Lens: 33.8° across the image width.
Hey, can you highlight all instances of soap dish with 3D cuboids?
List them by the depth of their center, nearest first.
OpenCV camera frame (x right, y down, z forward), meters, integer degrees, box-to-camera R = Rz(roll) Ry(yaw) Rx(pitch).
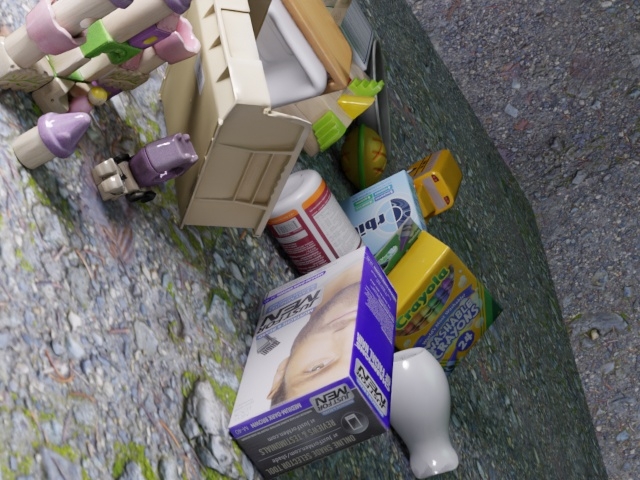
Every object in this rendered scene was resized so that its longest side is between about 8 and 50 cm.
[{"bbox_3d":[-0.103,-0.316,1.644,0.229,0.291,0.118,55,53,-24],"label":"soap dish"}]

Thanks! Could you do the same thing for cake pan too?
[{"bbox_3d":[0.123,-0.323,2.473,0.293,0.054,0.293,-5,90,-80],"label":"cake pan"}]

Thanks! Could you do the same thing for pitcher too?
[{"bbox_3d":[0.171,0.297,1.874,0.178,0.125,0.207,-134,-153,-84],"label":"pitcher"}]

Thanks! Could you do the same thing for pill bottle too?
[{"bbox_3d":[0.000,0.000,1.764,0.221,0.121,0.121,56,20,-22],"label":"pill bottle"}]

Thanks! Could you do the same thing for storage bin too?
[{"bbox_3d":[-0.124,-0.188,1.450,0.123,0.260,0.262,3,53,-22],"label":"storage bin"}]

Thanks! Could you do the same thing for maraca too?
[{"bbox_3d":[0.094,-0.160,2.271,0.127,0.099,0.185,-66,154,-63],"label":"maraca"}]

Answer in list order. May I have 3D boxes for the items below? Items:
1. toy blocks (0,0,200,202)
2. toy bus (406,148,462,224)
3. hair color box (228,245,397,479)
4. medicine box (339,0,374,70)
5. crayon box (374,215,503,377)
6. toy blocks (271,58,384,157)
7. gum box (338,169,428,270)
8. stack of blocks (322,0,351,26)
[{"bbox_3d":[-0.226,-0.239,1.255,0.309,0.260,0.288,66,18,7],"label":"toy blocks"},{"bbox_3d":[0.269,-0.128,2.631,0.108,0.130,0.332,61,19,-9],"label":"toy bus"},{"bbox_3d":[0.000,0.159,1.462,0.110,0.185,0.339,56,20,-22],"label":"hair color box"},{"bbox_3d":[-0.013,-0.499,2.328,0.263,0.149,0.289,57,19,-21],"label":"medicine box"},{"bbox_3d":[0.202,0.123,2.007,0.083,0.203,0.323,37,-4,44],"label":"crayon box"},{"bbox_3d":[-0.036,-0.334,2.062,0.261,0.191,0.381,48,26,-9],"label":"toy blocks"},{"bbox_3d":[0.126,-0.028,2.081,0.041,0.157,0.184,40,31,-50],"label":"gum box"},{"bbox_3d":[-0.097,-0.489,1.989,0.297,0.087,0.171,-9,44,-47],"label":"stack of blocks"}]
